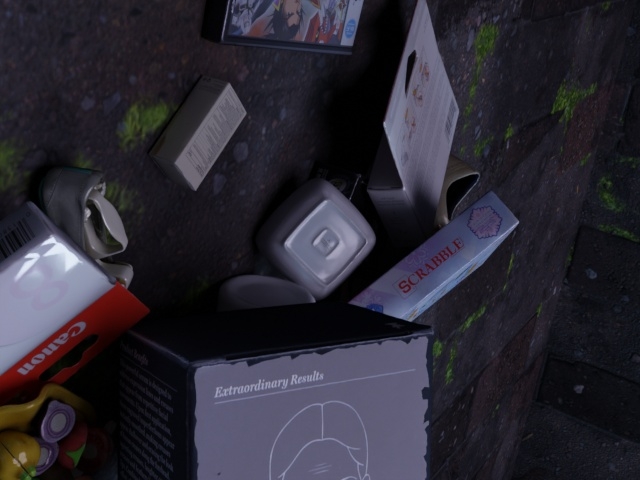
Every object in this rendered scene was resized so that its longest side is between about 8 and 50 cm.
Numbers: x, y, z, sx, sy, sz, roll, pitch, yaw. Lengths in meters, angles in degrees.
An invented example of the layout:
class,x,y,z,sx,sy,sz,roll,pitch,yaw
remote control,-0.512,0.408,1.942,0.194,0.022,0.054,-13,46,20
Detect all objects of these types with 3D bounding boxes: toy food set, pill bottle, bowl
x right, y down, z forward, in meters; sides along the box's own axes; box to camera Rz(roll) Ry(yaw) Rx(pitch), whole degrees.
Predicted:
class,x,y,z,sx,sy,sz,roll,pitch,yaw
toy food set,-0.269,0.230,0.860,0.128,0.071,0.218,-51,153,-11
pill bottle,-0.087,0.173,1.123,0.131,0.131,0.229,-19,124,-56
bowl,0.000,0.000,1.146,0.142,0.053,0.142,-46,106,-8

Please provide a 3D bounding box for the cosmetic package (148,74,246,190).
class,x,y,z,sx,sy,sz,roll,pitch,yaw
cosmetic package,-0.136,-0.120,0.934,0.115,0.041,0.060,-59,151,-20

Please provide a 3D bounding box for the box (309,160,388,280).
class,x,y,z,sx,sy,sz,roll,pitch,yaw
box,0.039,-0.025,1.275,0.180,0.077,0.147,19,91,-63

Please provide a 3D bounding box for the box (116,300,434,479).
class,x,y,z,sx,sy,sz,roll,pitch,yaw
box,-0.054,0.284,0.925,0.293,0.212,0.396,-2,97,-32

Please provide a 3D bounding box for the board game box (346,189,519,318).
class,x,y,z,sx,sy,sz,roll,pitch,yaw
board game box,0.134,0.081,1.275,0.318,0.066,0.319,-38,169,-7

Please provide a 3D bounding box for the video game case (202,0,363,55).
class,x,y,z,sx,sy,sz,roll,pitch,yaw
video game case,-0.016,-0.350,0.984,0.274,0.035,0.248,-14,123,-56

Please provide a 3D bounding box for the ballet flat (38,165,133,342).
class,x,y,z,sx,sy,sz,roll,pitch,yaw
ballet flat,-0.222,0.022,0.831,0.072,0.068,0.213,-81,170,-52

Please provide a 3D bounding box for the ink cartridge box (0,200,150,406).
class,x,y,z,sx,sy,sz,roll,pitch,yaw
ink cartridge box,-0.266,0.090,0.757,0.189,0.066,0.232,-39,143,-6

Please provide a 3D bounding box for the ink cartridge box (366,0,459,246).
class,x,y,z,sx,sy,sz,roll,pitch,yaw
ink cartridge box,0.131,-0.184,1.260,0.261,0.066,0.296,62,36,-45

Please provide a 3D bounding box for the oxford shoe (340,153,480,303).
class,x,y,z,sx,sy,sz,roll,pitch,yaw
oxford shoe,0.154,-0.020,1.427,0.348,0.130,0.123,-58,153,-20
